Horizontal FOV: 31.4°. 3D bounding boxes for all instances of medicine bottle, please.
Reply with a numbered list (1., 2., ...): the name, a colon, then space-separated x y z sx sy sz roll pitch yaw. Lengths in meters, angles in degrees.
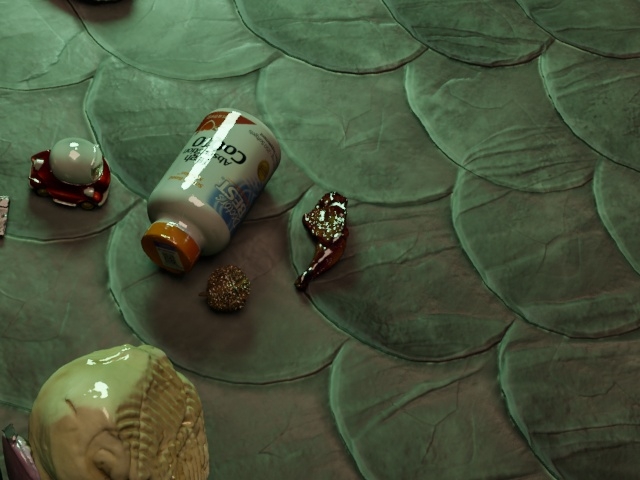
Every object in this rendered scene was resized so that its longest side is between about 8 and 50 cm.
1. medicine bottle: -0.194 -0.080 1.955 0.157 0.157 0.289 28 57 3

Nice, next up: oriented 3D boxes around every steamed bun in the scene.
1. steamed bun: -0.308 0.290 1.647 0.203 0.289 0.276 -8 95 20

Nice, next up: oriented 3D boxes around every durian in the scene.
1. durian: -0.161 0.081 1.920 0.091 0.080 0.080 -7 62 -5

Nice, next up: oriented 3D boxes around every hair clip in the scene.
1. hair clip: -0.374 0.384 1.547 0.095 0.359 0.110 -10 33 6

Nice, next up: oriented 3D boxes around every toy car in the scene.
1. toy car: -0.427 -0.127 1.949 0.139 0.112 0.112 6 59 -12

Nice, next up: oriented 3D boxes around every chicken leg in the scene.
1. chicken leg: 0.007 -0.002 2.025 0.093 0.053 0.205 -1 51 11

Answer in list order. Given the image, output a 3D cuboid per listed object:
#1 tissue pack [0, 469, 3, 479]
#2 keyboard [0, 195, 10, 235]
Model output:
1. tissue pack: -0.478 0.517 1.477 0.264 0.253 0.417 -19 68 -25
2. keyboard: -0.640 -0.049 1.904 0.231 0.023 0.072 6 66 -10
